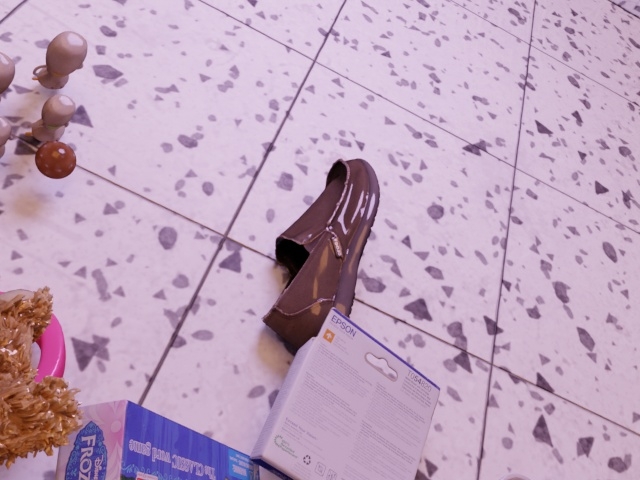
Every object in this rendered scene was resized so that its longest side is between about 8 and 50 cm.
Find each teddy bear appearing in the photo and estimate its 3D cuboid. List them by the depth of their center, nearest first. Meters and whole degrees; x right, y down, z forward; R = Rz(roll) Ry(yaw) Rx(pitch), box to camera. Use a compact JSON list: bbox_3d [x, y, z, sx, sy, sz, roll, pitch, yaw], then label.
[{"bbox_3d":[-0.312,0.160,0.468,0.245,0.113,0.338,-23,33,-18],"label":"teddy bear"}]

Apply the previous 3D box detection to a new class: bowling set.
[{"bbox_3d":[-0.445,-0.164,0.843,0.287,0.154,0.200,-26,96,-36],"label":"bowling set"}]

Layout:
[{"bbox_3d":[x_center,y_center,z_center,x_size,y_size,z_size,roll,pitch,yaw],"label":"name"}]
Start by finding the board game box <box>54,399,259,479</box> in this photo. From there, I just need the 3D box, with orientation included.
[{"bbox_3d":[-0.135,0.345,0.542,0.066,0.319,0.318,-12,60,11],"label":"board game box"}]

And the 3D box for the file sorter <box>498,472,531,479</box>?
[{"bbox_3d":[0.166,0.406,0.652,0.173,0.278,0.193,44,53,12],"label":"file sorter"}]

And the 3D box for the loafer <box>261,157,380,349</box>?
[{"bbox_3d":[0.000,0.000,0.920,0.130,0.134,0.366,22,53,-11],"label":"loafer"}]

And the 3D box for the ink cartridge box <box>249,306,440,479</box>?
[{"bbox_3d":[0.044,0.241,0.786,0.223,0.045,0.224,39,55,-15],"label":"ink cartridge box"}]

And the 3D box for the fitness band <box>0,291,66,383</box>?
[{"bbox_3d":[-0.435,0.134,0.638,0.291,0.054,0.209,-3,35,-25],"label":"fitness band"}]
